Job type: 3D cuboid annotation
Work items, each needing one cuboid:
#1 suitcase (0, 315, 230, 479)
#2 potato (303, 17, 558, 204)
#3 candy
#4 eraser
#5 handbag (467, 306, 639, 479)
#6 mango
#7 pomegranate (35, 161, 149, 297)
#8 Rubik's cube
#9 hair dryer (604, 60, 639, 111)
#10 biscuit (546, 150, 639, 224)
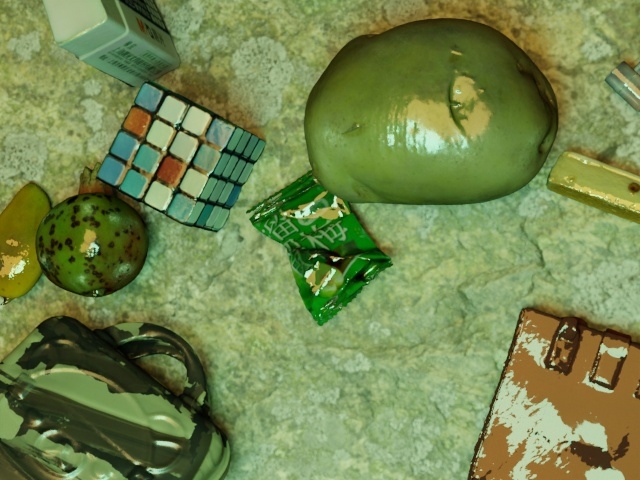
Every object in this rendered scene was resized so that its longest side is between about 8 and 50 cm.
[{"bbox_3d":[-0.295,0.271,1.607,0.351,0.194,0.339,34,66,15],"label":"suitcase"},{"bbox_3d":[0.138,-0.165,1.519,0.326,0.221,0.243,3,89,19],"label":"potato"},{"bbox_3d":[0.000,0.002,1.620,0.141,0.078,0.203,-30,68,-1],"label":"candy"},{"bbox_3d":[-0.289,-0.301,1.600,0.086,0.287,0.130,-23,82,9],"label":"eraser"},{"bbox_3d":[0.341,0.246,1.514,0.260,0.084,0.275,17,90,15],"label":"handbag"},{"bbox_3d":[-0.447,0.005,1.738,0.101,0.066,0.187,16,82,14],"label":"mango"},{"bbox_3d":[-0.321,-0.014,1.667,0.159,0.159,0.205,-12,59,13],"label":"pomegranate"},{"bbox_3d":[-0.190,-0.114,1.631,0.151,0.155,0.154,28,94,14],"label":"Rubik's cube"},{"bbox_3d":[0.437,-0.229,1.547,0.114,0.037,0.063,-44,79,0],"label":"hair dryer"},{"bbox_3d":[0.392,-0.064,1.537,0.188,0.052,0.056,21,79,13],"label":"biscuit"}]
